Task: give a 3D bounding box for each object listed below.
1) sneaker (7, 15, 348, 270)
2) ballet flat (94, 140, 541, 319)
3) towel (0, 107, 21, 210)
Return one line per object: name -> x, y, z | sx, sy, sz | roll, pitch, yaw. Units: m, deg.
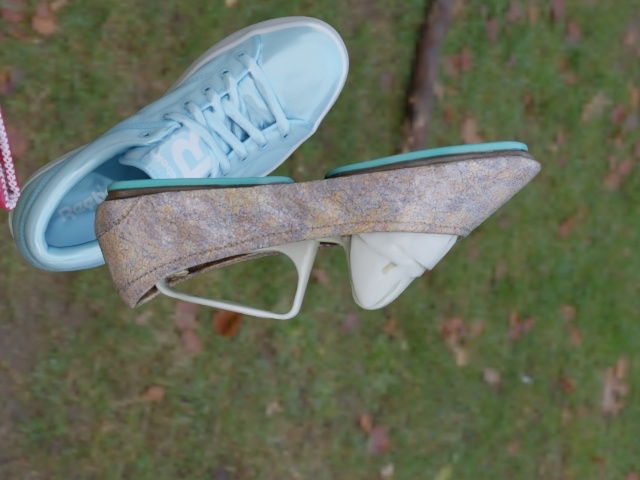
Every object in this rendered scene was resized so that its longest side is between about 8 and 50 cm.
sneaker -> -0.120, -0.076, 1.427 | 0.366, 0.150, 0.135 | -36, 109, -1
ballet flat -> 0.000, 0.000, 1.082 | 0.107, 0.316, 0.106 | 30, 55, -78
towel -> -0.307, -0.151, 1.039 | 0.031, 0.275, 0.199 | -36, 141, -29
